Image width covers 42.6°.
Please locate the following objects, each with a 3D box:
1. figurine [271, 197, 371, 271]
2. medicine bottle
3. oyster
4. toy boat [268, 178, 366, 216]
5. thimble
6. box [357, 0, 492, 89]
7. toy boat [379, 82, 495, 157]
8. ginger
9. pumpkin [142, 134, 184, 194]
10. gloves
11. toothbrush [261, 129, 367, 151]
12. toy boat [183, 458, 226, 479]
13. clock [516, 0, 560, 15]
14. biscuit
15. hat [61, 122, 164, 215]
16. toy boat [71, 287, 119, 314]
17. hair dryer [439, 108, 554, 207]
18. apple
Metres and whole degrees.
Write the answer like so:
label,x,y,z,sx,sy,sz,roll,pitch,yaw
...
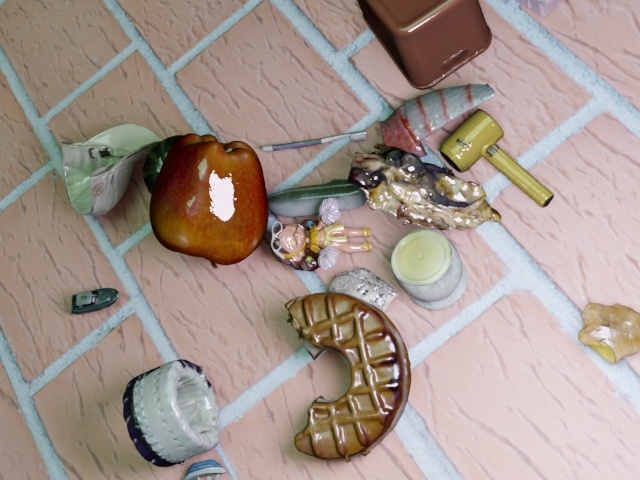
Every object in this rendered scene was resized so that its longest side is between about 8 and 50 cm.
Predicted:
label,x,y,z,sx,sy,sz,roll,pitch,yaw
figurine,-0.002,0.000,1.947,0.240,0.116,0.174,-6,69,13
medicine bottle,0.240,0.065,1.807,0.147,0.143,0.147,-10,61,19
oyster,0.235,-0.108,1.810,0.361,0.096,0.221,29,50,0
toy boat,-0.015,-0.105,2.020,0.261,0.078,0.085,-7,42,18
thimble,-0.331,0.396,1.861,0.150,0.237,0.237,-23,62,15
box,0.236,-0.594,2.030,0.239,0.229,0.339,-33,61,6
toy boat,0.278,-0.305,1.943,0.282,0.096,0.206,-30,37,25
ginger,0.661,0.163,1.642,0.295,0.086,0.131,-15,55,6
pumpkin,-0.373,-0.184,2.150,0.190,0.146,0.190,0,86,-4
gloves,0.097,0.119,1.883,0.153,0.070,0.114,27,81,28
toothbrush,-0.017,-0.251,2.109,0.288,0.024,0.026,-6,81,19
toy boat,-0.250,0.563,1.860,0.105,0.034,0.149,-40,60,5
clock,0.526,-0.662,2.037,0.150,0.063,0.197,-47,60,-2
biscuit,0.060,0.287,1.774,0.268,0.115,0.366,-13,79,18
hat,-0.556,-0.197,2.251,0.301,0.168,0.258,-29,40,-18
toy boat,-0.588,0.155,2.150,0.141,0.060,0.055,-13,63,13
hair dryer,0.410,-0.168,1.876,0.135,0.090,0.278,-44,66,0
apple,-0.264,-0.093,1.977,0.288,0.288,0.316,15,104,26
